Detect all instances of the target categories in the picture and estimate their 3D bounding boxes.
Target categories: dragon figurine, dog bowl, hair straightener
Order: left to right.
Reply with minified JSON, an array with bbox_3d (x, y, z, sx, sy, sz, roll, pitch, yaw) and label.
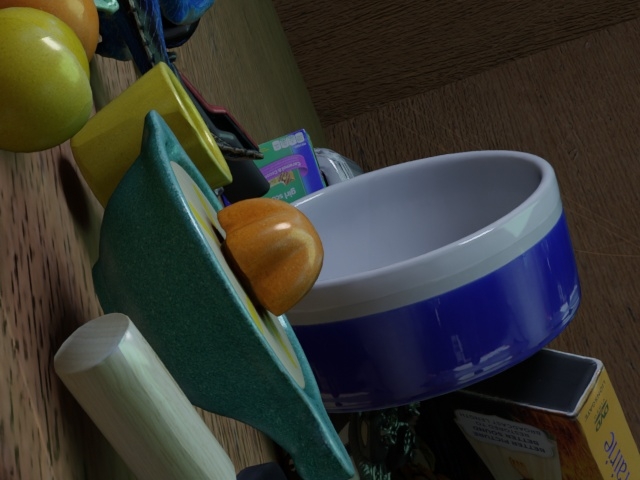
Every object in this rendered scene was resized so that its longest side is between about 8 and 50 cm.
[{"bbox_3d":[-0.122,-0.177,0.794,0.144,0.085,0.289,59,12,-71],"label":"dragon figurine"},{"bbox_3d":[-0.086,-0.079,1.099,0.230,0.047,0.089,62,9,-65],"label":"hair straightener"},{"bbox_3d":[0.062,0.025,1.063,0.265,0.265,0.104,-96,169,-73],"label":"dog bowl"}]

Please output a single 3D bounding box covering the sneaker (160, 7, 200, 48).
[{"bbox_3d":[-0.135,-0.250,0.990,0.090,0.081,0.232,-119,-171,-70],"label":"sneaker"}]

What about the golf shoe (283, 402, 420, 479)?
[{"bbox_3d":[0.015,0.194,1.031,0.077,0.094,0.198,47,47,-46],"label":"golf shoe"}]

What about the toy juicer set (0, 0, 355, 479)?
[{"bbox_3d":[-0.054,-0.003,0.545,0.209,0.089,0.329,58,4,-49],"label":"toy juicer set"}]

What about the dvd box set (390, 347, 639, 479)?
[{"bbox_3d":[0.163,0.235,1.260,0.062,0.308,0.420,-55,136,-29],"label":"dvd box set"}]

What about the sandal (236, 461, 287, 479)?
[{"bbox_3d":[-0.007,0.215,0.728,0.254,0.054,0.097,-103,173,-58],"label":"sandal"}]

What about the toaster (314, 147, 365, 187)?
[{"bbox_3d":[0.000,0.000,1.333,0.146,0.129,0.227,29,44,-81],"label":"toaster"}]

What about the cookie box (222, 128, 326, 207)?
[{"bbox_3d":[-0.037,-0.033,1.236,0.040,0.092,0.107,21,50,-81],"label":"cookie box"}]
